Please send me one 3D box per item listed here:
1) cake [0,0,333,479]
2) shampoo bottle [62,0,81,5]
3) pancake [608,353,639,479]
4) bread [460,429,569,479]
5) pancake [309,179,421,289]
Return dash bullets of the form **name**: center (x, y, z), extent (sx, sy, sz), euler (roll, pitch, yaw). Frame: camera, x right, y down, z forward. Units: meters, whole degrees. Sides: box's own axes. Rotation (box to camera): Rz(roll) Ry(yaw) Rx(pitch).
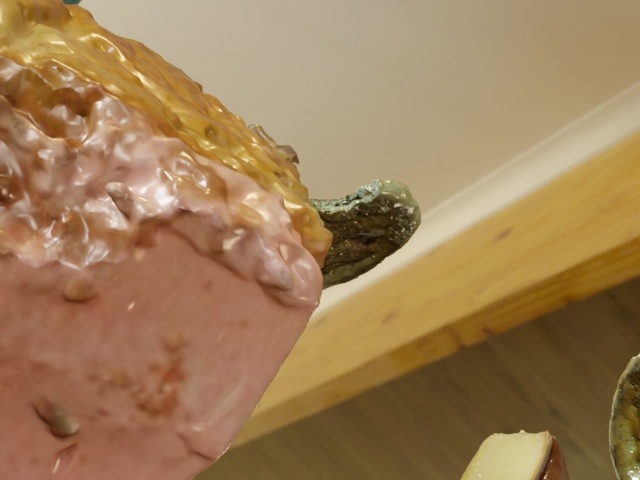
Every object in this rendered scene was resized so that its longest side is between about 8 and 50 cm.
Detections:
- **cake**: center (-0.194, 0.015, 0.817), extent (0.314, 0.307, 0.293), euler (32, 12, -24)
- **shampoo bottle**: center (-0.420, -0.381, 1.137), extent (0.331, 0.331, 0.342), euler (14, -46, 28)
- **pancake**: center (0.229, 0.127, 0.743), extent (0.116, 0.023, 0.129), euler (48, -42, 44)
- **bread**: center (0.297, 0.514, 1.794), extent (0.143, 0.323, 0.333), euler (2, -54, 32)
- **pancake**: center (0.000, 0.000, 1.335), extent (0.254, 0.037, 0.253), euler (-13, -27, -6)
